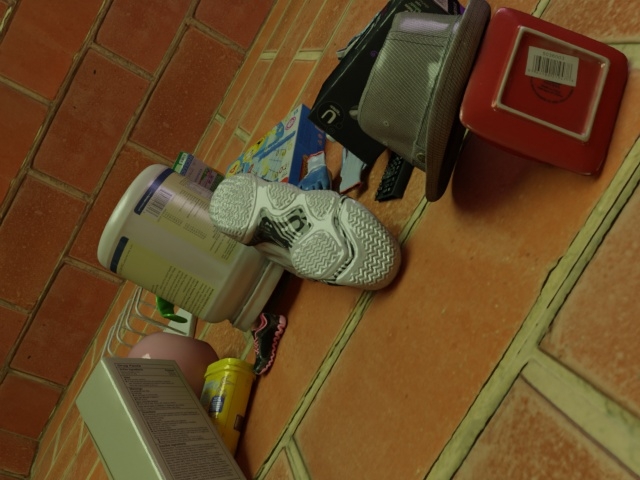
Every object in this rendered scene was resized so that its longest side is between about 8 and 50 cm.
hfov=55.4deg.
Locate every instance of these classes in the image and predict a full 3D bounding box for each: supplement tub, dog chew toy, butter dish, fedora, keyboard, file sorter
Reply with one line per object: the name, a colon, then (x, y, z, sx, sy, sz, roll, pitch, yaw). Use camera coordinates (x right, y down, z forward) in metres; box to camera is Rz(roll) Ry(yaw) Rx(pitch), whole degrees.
supplement tub: (-0.243, 0.020, 1.214, 0.235, 0.325, 0.235, -59, 6, 11)
dog chew toy: (-0.326, 0.361, 1.253, 0.207, 0.207, 0.331, -16, 59, 61)
butter dish: (0.235, -0.150, 0.684, 0.118, 0.160, 0.159, 108, -177, -76)
fedora: (0.125, -0.184, 0.772, 0.275, 0.125, 0.243, 54, -126, -74)
keyboard: (0.144, -0.151, 1.013, 0.108, 0.023, 0.180, -4, 62, 65)
file sorter: (-0.492, 0.257, 1.754, 0.277, 0.173, 0.192, -50, 25, 30)

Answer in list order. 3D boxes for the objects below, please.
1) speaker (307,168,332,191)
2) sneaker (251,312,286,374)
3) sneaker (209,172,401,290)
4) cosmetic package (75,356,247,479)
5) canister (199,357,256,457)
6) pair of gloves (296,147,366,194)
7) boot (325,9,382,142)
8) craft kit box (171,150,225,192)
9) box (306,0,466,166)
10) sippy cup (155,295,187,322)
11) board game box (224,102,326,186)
speaker: (-0.005, -0.087, 1.223, 0.055, 0.055, 0.136, -46, 28, 36)
sneaker: (-0.109, 0.189, 1.139, 0.047, 0.057, 0.119, -15, 53, 59)
sneaker: (0.000, 0.000, 1.023, 0.366, 0.210, 0.137, 21, 84, 33)
cosmetic package: (-0.263, 0.339, 1.006, 0.309, 0.160, 0.113, 45, 109, 38)
canister: (-0.186, 0.319, 1.141, 0.126, 0.073, 0.169, -31, 39, 50)
pair of gloves: (0.026, -0.137, 1.175, 0.198, 0.023, 0.159, -21, 41, 32)
boot: (0.070, -0.321, 1.187, 0.258, 0.123, 0.095, -47, 22, 14)
craft kit box: (-0.347, -0.089, 1.736, 0.061, 0.247, 0.249, 20, 82, 46)
box: (0.120, -0.286, 1.012, 0.270, 0.143, 0.165, -46, 15, 32)
sippy cup: (-0.319, 0.046, 1.575, 0.224, 0.240, 0.305, 2, 104, 55)
board game box: (-0.127, -0.126, 1.441, 0.302, 0.086, 0.308, -32, 36, 36)
